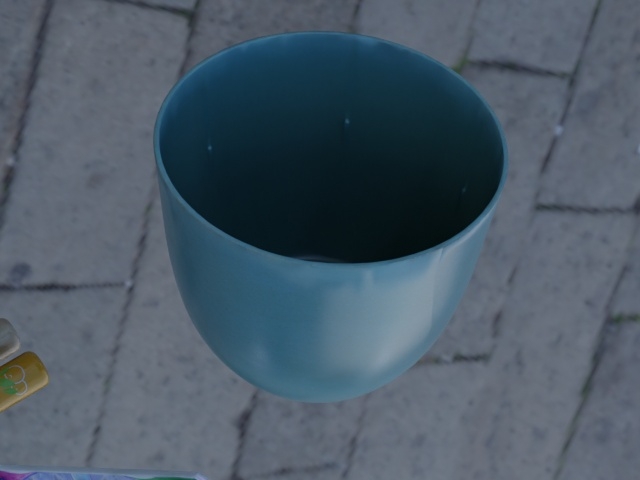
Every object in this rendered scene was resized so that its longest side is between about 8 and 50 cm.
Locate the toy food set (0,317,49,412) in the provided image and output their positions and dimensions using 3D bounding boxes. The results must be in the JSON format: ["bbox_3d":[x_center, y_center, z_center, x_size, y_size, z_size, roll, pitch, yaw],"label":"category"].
[{"bbox_3d":[-0.372,0.064,1.551,0.104,0.111,0.232,-31,104,-21],"label":"toy food set"}]

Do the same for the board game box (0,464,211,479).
[{"bbox_3d":[-0.249,0.457,2.085,0.050,0.390,0.390,-58,135,-45],"label":"board game box"}]

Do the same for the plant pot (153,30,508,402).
[{"bbox_3d":[0.000,0.000,1.374,0.293,0.293,0.235,-31,145,-32],"label":"plant pot"}]
